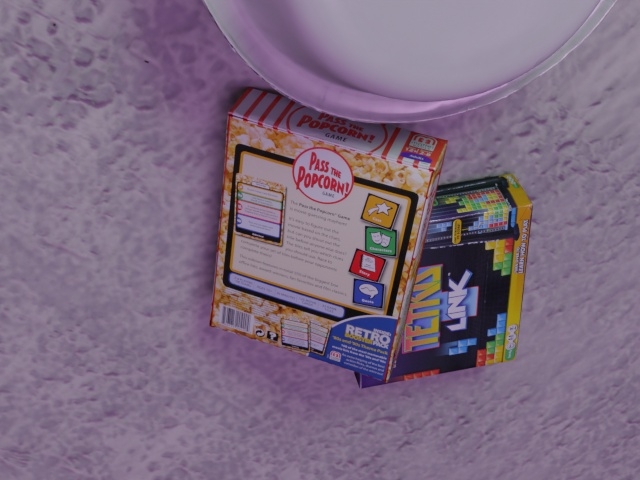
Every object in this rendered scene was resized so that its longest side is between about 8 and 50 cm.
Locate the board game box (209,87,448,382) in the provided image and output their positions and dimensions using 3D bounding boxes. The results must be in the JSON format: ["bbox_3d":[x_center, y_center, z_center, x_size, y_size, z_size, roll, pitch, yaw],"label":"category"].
[{"bbox_3d":[0.000,0.000,0.758,0.147,0.045,0.193,17,127,9],"label":"board game box"}]

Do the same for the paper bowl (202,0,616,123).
[{"bbox_3d":[0.061,-0.195,0.601,0.284,0.148,0.284,-8,127,-10],"label":"paper bowl"}]

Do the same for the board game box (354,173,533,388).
[{"bbox_3d":[0.092,0.036,0.852,0.141,0.048,0.170,-11,129,-9],"label":"board game box"}]
